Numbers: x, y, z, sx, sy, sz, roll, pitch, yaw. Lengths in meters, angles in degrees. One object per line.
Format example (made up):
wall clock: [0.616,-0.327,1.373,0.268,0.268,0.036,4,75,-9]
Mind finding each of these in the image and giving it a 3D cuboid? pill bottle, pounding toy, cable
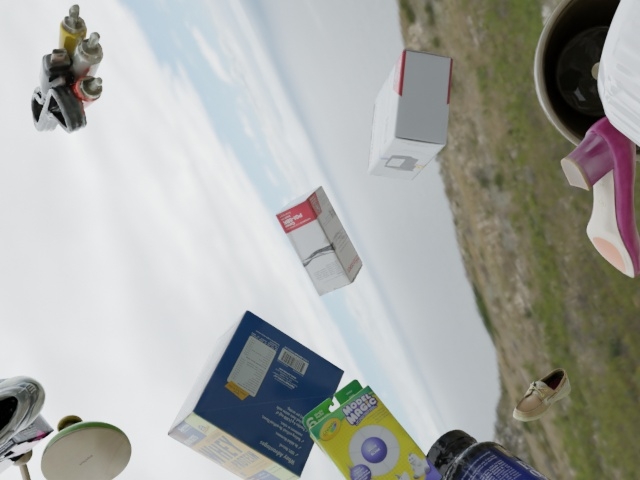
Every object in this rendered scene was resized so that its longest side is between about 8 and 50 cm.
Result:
pill bottle: [0.245,0.352,1.076,0.219,0.123,0.123,30,153,50]
pounding toy: [-0.524,0.432,1.666,0.110,0.237,0.183,-121,20,-50]
cable: [-0.334,-0.187,1.052,0.287,0.072,0.139,-29,75,65]

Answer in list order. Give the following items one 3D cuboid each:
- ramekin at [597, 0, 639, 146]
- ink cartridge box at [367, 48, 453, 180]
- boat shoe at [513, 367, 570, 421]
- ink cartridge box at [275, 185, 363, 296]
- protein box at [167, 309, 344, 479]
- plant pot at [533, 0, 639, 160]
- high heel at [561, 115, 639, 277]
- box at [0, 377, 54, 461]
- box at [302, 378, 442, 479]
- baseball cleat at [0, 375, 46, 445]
ramekin: [0.333,-0.170,0.613,0.127,0.273,0.273,39,168,30]
ink cartridge box: [0.123,-0.171,1.111,0.175,0.072,0.127,126,151,-77]
boat shoe: [0.365,0.253,1.310,0.050,0.135,0.045,12,118,45]
ink cartridge box: [0.000,0.000,1.140,0.135,0.056,0.099,62,-162,-8]
protein box: [-0.103,0.264,1.292,0.200,0.201,0.136,33,143,-9]
plant pot: [0.531,-0.309,1.420,0.323,0.323,0.280,65,-171,-5]
high heel: [0.417,-0.060,1.085,0.244,0.117,0.082,54,171,-25]
box: [-0.619,0.352,1.430,0.142,0.163,0.247,51,172,4]
box: [0.064,0.275,1.047,0.179,0.105,0.043,48,163,24]
baseball cleat: [-0.377,0.213,0.806,0.072,0.206,0.109,46,-179,0]
